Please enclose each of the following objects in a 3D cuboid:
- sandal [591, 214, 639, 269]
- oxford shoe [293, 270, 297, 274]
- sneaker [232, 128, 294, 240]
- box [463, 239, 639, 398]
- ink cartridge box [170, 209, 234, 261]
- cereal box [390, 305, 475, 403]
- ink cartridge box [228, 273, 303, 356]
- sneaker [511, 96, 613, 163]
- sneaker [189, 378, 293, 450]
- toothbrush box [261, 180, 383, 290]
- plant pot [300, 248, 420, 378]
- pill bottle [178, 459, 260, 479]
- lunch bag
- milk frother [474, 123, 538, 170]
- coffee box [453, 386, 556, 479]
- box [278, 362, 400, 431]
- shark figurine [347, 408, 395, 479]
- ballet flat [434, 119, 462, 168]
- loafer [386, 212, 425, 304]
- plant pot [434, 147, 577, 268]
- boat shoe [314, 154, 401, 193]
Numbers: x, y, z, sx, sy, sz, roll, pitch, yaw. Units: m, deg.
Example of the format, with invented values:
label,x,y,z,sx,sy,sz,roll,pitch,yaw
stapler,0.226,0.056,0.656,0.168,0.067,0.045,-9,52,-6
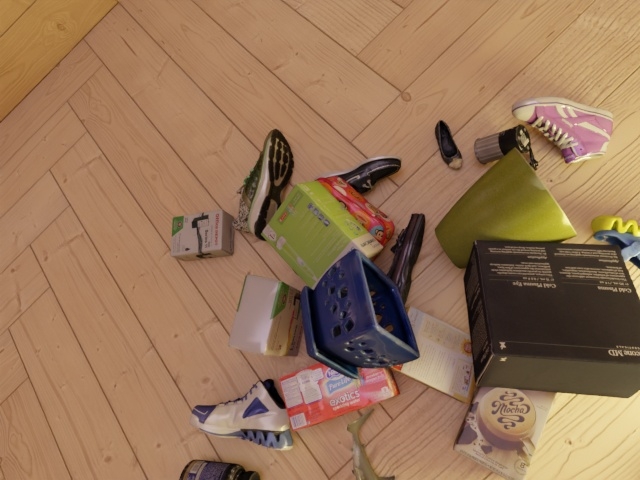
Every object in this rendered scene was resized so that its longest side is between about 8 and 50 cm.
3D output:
label,x,y,z,sx,sy,sz,roll,pitch,yaw
sandal,0.853,0.035,1.083,0.317,0.126,0.138,13,82,30
oxford shoe,-0.097,0.014,1.416,0.082,0.096,0.228,-26,74,10
sneaker,-0.222,-0.203,1.504,0.181,0.158,0.411,4,73,28
box,0.538,0.177,1.019,0.342,0.179,0.313,3,50,8
ink cartridge box,-0.420,-0.017,1.540,0.208,0.087,0.153,-8,72,16
cereal box,0.309,0.304,1.153,0.240,0.047,0.173,27,73,-2
ink cartridge box,-0.139,0.230,1.269,0.116,0.278,0.202,8,77,18
sneaker,0.680,-0.307,1.222,0.281,0.102,0.161,13,84,6
sneaker,-0.217,0.506,1.307,0.314,0.127,0.183,6,73,13
toothbrush box,0.000,0.000,1.231,0.283,0.122,0.206,46,119,15
plant pot,0.085,0.203,1.089,0.212,0.236,0.236,-32,44,20
pill bottle,-0.293,0.717,1.260,0.218,0.123,0.123,-4,73,18
lunch bag,0.054,-0.029,1.336,0.293,0.120,0.258,40,116,16
milk frother,0.558,-0.259,1.281,0.134,0.129,0.143,-10,101,51
coffee box,0.472,0.423,1.089,0.168,0.119,0.298,22,82,23
box,0.054,0.413,1.221,0.299,0.142,0.154,-24,68,10
shark figurine,0.144,0.625,1.172,0.116,0.166,0.279,-6,52,-9
ballet flat,0.402,-0.303,1.366,0.057,0.049,0.173,-22,69,12
loafer,0.236,0.056,1.290,0.095,0.109,0.303,13,82,26
plant pot,0.475,-0.052,1.175,0.293,0.274,0.275,-35,65,24
boat shoe,0.124,-0.191,1.401,0.302,0.114,0.091,-17,68,26
